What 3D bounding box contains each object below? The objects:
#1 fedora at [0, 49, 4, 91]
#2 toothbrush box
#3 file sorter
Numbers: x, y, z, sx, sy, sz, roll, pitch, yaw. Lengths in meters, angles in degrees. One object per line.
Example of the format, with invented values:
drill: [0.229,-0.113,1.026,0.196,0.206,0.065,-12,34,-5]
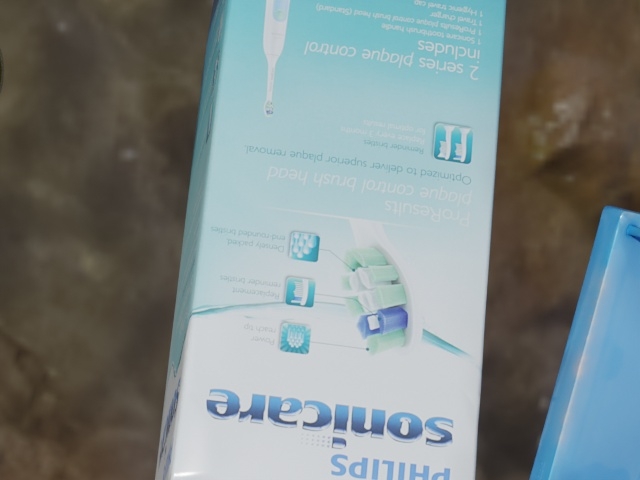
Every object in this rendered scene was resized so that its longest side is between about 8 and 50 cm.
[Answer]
fedora: [-0.324,-0.157,1.475,0.194,0.079,0.194,10,57,-16]
toothbrush box: [0.000,0.000,0.904,0.126,0.216,0.295,8,69,-5]
file sorter: [0.184,0.068,0.739,0.170,0.104,0.118,11,96,-35]
